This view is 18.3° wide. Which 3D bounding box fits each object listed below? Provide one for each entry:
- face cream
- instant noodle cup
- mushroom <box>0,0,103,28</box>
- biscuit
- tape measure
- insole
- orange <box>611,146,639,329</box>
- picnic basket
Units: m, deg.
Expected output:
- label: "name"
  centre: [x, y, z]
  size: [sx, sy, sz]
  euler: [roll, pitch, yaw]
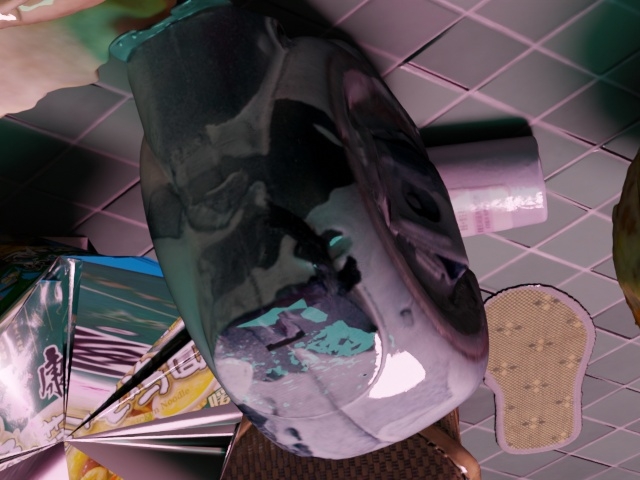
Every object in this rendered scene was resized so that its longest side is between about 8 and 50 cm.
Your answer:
- label: "face cream"
  centre: [0.056, -0.028, 1.382]
  size: [0.198, 0.057, 0.084]
  euler: [-10, 141, 4]
- label: "instant noodle cup"
  centre: [-0.191, 0.099, 1.368]
  size: [0.240, 0.240, 0.178]
  euler: [21, -178, -38]
- label: "mushroom"
  centre: [-0.173, -0.182, 0.902]
  size: [0.260, 0.234, 0.254]
  euler: [3, 145, -15]
- label: "biscuit"
  centre: [-0.252, -0.112, 1.196]
  size: [0.309, 0.040, 0.205]
  euler: [-31, 142, 35]
- label: "tape measure"
  centre: [0.000, 0.000, 1.215]
  size: [0.147, 0.256, 0.275]
  euler: [-25, 156, 16]
- label: "insole"
  centre: [0.182, 0.115, 1.702]
  size: [0.109, 0.007, 0.322]
  euler: [-8, 149, 3]
- label: "orange"
  centre: [0.350, -0.015, 1.277]
  size: [0.329, 0.249, 0.329]
  euler: [-10, 145, -7]
- label: "picnic basket"
  centre: [0.004, 0.207, 1.690]
  size: [0.267, 0.139, 0.165]
  euler: [-9, 149, 4]
